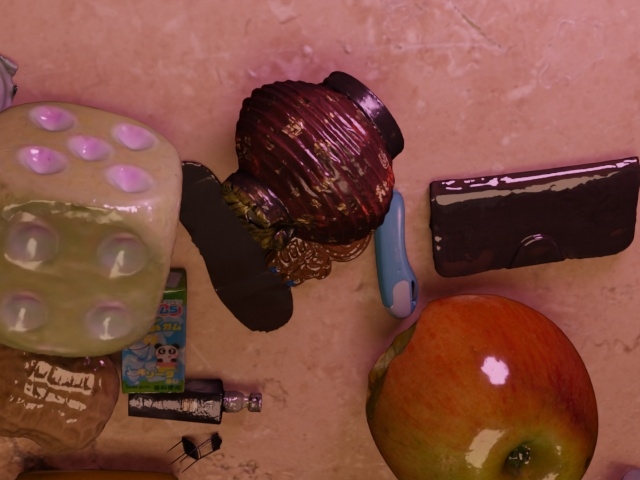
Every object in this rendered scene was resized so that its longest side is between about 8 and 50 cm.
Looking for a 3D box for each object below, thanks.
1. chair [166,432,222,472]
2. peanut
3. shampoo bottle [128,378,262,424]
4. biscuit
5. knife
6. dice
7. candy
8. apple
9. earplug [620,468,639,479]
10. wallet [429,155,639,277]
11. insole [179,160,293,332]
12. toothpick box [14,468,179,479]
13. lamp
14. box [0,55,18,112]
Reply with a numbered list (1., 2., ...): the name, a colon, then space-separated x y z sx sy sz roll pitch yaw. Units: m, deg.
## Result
1. chair: -0.204 0.335 1.893 0.086 0.042 0.037 -29 132 -32
2. peanut: -0.418 0.219 1.743 0.233 0.110 0.197 19 118 -21
3. shampoo bottle: -0.193 0.246 1.821 0.207 0.063 0.057 4 112 -8
4. biscuit: 0.000 0.000 1.702 0.124 0.026 0.175 38 109 -27
5. knife: 0.109 0.023 1.733 0.064 0.031 0.222 -22 124 -20
6. dice: -0.320 -0.016 1.516 0.249 0.254 0.252 12 122 -14
7. candy: -0.247 0.135 1.740 0.097 0.062 0.194 1 122 -7
8. apple: 0.237 0.251 1.738 0.339 0.339 0.339 -4 123 -5
9. earplug: 0.498 0.571 2.062 0.185 0.185 0.324 25 121 -22
10. wallet: 0.312 -0.032 1.718 0.309 0.042 0.165 -7 122 -3
11. insole: -0.129 0.013 1.709 0.111 0.007 0.328 -26 123 7
12. toothpick box: -0.363 0.445 1.860 0.271 0.175 0.175 7 122 -8
13. lamp: -0.014 -0.096 1.521 0.247 0.247 0.247 -4 123 -5
14. box: -0.579 -0.168 1.473 0.336 0.106 0.264 26 116 -21
